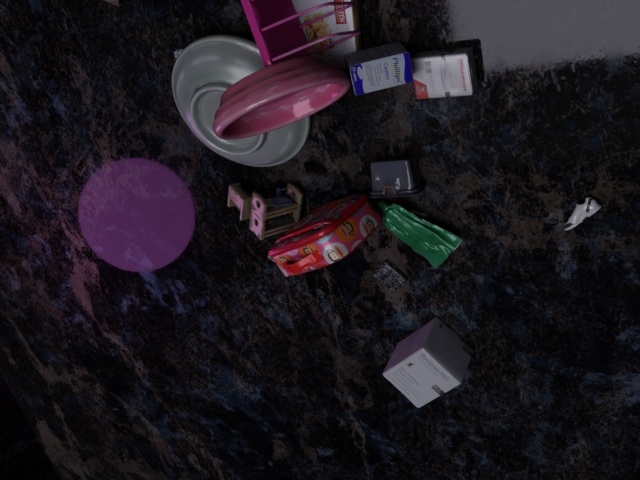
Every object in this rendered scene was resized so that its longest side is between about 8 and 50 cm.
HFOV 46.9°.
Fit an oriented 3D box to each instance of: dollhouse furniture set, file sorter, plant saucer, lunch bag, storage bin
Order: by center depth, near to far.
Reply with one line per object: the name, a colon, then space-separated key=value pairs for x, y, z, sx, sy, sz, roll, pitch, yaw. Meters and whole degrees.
file sorter: x=-0.052 y=-0.556 z=1.619 sx=0.182 sy=0.202 sz=0.290 roll=-15 pitch=100 yaw=28
plant saucer: x=-0.097 y=-0.330 z=1.691 sx=0.332 sy=0.332 sz=0.084 roll=-21 pitch=88 yaw=37
storage bin: x=0.186 y=-0.163 z=1.875 sx=0.135 sy=0.098 sz=0.091 roll=-2 pitch=109 yaw=29
plant saucer: x=-0.225 y=-0.335 z=1.928 sx=0.401 sy=0.100 sz=0.400 roll=14 pitch=136 yaw=14
lunch bag: x=0.000 y=0.000 z=1.946 sx=0.293 sy=0.258 sz=0.120 roll=-20 pitch=109 yaw=51
dollhouse furniture set: x=-0.159 y=-0.117 z=2.093 sx=0.184 sy=0.129 sz=0.129 roll=44 pitch=138 yaw=37

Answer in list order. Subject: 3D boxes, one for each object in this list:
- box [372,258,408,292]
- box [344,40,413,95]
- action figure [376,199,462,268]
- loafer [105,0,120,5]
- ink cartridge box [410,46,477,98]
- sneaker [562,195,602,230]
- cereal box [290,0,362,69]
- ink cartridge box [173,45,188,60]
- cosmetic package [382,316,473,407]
box: x=0.198 y=0.101 z=2.088 sx=0.083 sy=0.018 sz=0.067 roll=40 pitch=131 yaw=-1
box: x=0.133 y=-0.395 z=1.690 sx=0.137 sy=0.126 sz=0.072 roll=-14 pitch=117 yaw=3
action figure: x=0.246 y=-0.034 z=1.942 sx=0.232 sy=0.063 sz=0.137 roll=34 pitch=133 yaw=-1
loafer: x=-0.499 y=-0.693 z=1.901 sx=0.087 sy=0.094 sz=0.251 roll=33 pitch=145 yaw=-27
ink cartridge box: x=0.284 y=-0.383 z=1.691 sx=0.135 sy=0.056 sz=0.099 roll=2 pitch=122 yaw=28
sneaker: x=0.612 y=-0.064 z=1.746 sx=0.043 sy=0.040 sz=0.109 roll=52 pitch=128 yaw=10
cereal box: x=-0.019 y=-0.501 z=1.781 sx=0.240 sy=0.047 sz=0.173 roll=6 pitch=121 yaw=26
ink cartridge box: x=-0.333 y=-0.489 z=1.974 sx=0.115 sy=0.029 sz=0.062 roll=-1 pitch=119 yaw=30
cosmetic package: x=0.307 y=0.348 z=2.106 sx=0.151 sy=0.151 sz=0.184 roll=43 pitch=131 yaw=-5
